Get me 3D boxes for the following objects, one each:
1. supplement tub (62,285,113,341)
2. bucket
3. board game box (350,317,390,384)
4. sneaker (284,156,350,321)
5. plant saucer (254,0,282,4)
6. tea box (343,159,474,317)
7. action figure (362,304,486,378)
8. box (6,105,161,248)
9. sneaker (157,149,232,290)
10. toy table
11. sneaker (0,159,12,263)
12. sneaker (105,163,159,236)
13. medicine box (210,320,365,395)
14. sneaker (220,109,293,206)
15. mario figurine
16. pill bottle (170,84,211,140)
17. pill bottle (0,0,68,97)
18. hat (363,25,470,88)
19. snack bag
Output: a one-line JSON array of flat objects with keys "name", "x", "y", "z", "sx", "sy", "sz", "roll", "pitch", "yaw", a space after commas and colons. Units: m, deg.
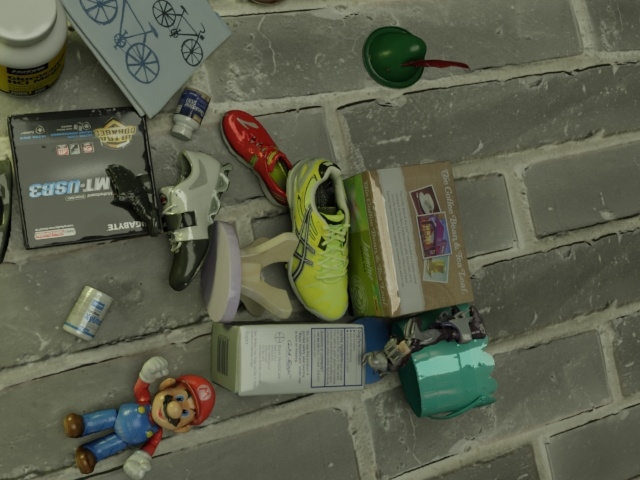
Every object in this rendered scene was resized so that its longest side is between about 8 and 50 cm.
[{"name": "supplement tub", "x": -0.511, "y": 0.161, "z": 1.646, "sx": 0.071, "sy": 0.071, "sz": 0.107, "roll": 29, "pitch": 77, "yaw": -16}, {"name": "bucket", "x": 0.294, "y": 0.295, "z": 1.827, "sx": 0.183, "sy": 0.281, "sz": 0.281, "roll": -12, "pitch": 90, "yaw": -6}, {"name": "board game box", "x": 0.114, "y": 0.276, "z": 1.892, "sx": 0.133, "sy": 0.033, "sz": 0.168, "roll": -12, "pitch": 95, "yaw": -26}, {"name": "sneaker", "x": 0.000, "y": 0.000, "z": 1.713, "sx": 0.145, "sy": 0.147, "sz": 0.384, "roll": -11, "pitch": 95, "yaw": -22}, {"name": "plant saucer", "x": -0.144, "y": -0.668, "z": 1.877, "sx": 0.169, "sy": 0.029, "sz": 0.168, "roll": 2, "pitch": 84, "yaw": -20}, {"name": "tea box", "x": 0.170, "y": 0.004, "z": 1.779, "sx": 0.220, "sy": 0.323, "sz": 0.328, "roll": -9, "pitch": 88, "yaw": -21}, {"name": "action figure", "x": 0.213, "y": 0.220, "z": 1.641, "sx": 0.285, "sy": 0.185, "sz": 0.099, "roll": -17, "pitch": 79, "yaw": -23}, {"name": "box", "x": -0.523, "y": -0.141, "z": 1.669, "sx": 0.296, "sy": 0.073, "sz": 0.293, "roll": -7, "pitch": 87, "yaw": -20}, {"name": "sneaker", "x": -0.316, "y": -0.052, "z": 1.701, "sx": 0.146, "sy": 0.122, "sz": 0.330, "roll": 24, "pitch": 67, "yaw": -30}, {"name": "toy table", "x": -0.167, "y": 0.077, "z": 1.704, "sx": 0.161, "sy": 0.252, "sz": 0.274, "roll": 9, "pitch": 49, "yaw": -25}, {"name": "sneaker", "x": -0.720, "y": -0.060, "z": 1.581, "sx": 0.130, "sy": 0.087, "sz": 0.227, "roll": -1, "pitch": 83, "yaw": -19}, {"name": "sneaker", "x": -0.412, "y": -0.086, "z": 1.645, "sx": 0.089, "sy": 0.051, "sz": 0.170, "roll": -9, "pitch": 85, "yaw": -23}, {"name": "medicine box", "x": -0.080, "y": 0.259, "z": 1.695, "sx": 0.289, "sy": 0.263, "sz": 0.149, "roll": 2, "pitch": 85, "yaw": -20}, {"name": "sneaker", "x": -0.127, "y": -0.206, "z": 1.795, "sx": 0.107, "sy": 0.118, "sz": 0.279, "roll": -42, "pitch": 100, "yaw": -19}, {"name": "mario figurine", "x": -0.381, "y": 0.383, "z": 1.617, "sx": 0.321, "sy": 0.170, "sz": 0.198, "roll": -21, "pitch": 127, "yaw": -13}, {"name": "pill bottle", "x": -0.308, "y": -0.299, "z": 1.763, "sx": 0.067, "sy": 0.067, "sz": 0.120, "roll": 23, "pitch": 78, "yaw": -17}, {"name": "pill bottle", "x": -0.612, "y": -0.419, "z": 1.517, "sx": 0.188, "sy": 0.334, "sz": 0.187, "roll": 2, "pitch": 85, "yaw": -20}, {"name": "hat", "x": 0.240, "y": -0.496, "z": 1.923, "sx": 0.209, "sy": 0.183, "sz": 0.172, "roll": -3, "pitch": 86, "yaw": -21}, {"name": "snack bag", "x": -0.385, "y": -0.502, "z": 1.684, "sx": 0.323, "sy": 0.037, "sz": 0.342, "roll": 54, "pitch": 55, "yaw": -31}]
